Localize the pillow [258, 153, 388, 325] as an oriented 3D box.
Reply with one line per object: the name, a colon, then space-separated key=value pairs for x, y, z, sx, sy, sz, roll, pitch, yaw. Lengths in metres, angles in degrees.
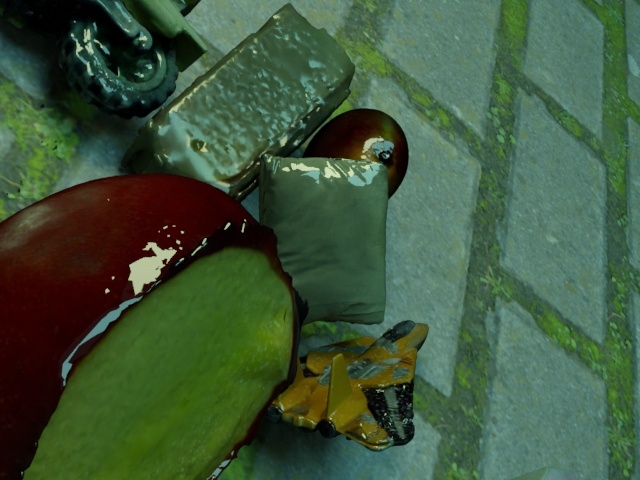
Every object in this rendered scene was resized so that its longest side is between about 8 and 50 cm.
pillow: x=0.000 y=0.000 z=0.993 sx=0.134 sy=0.181 sz=0.078 roll=0 pitch=14 yaw=-3

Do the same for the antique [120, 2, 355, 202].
antique: x=-0.091 y=-0.121 z=1.074 sx=0.125 sy=0.150 sz=0.284 roll=45 pitch=47 yaw=-4

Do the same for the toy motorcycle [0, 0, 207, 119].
toy motorcycle: x=-0.270 y=-0.316 z=1.008 sx=0.410 sy=0.169 sz=0.237 roll=51 pitch=44 yaw=-11

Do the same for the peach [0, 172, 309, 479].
peach: x=-0.179 y=0.094 z=0.756 sx=0.201 sy=0.257 sz=0.361 roll=18 pitch=45 yaw=25

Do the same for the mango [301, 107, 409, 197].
mango: x=0.038 y=-0.088 z=1.138 sx=0.111 sy=0.133 sz=0.267 roll=36 pitch=10 yaw=-3

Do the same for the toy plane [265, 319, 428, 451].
toy plane: x=0.047 y=0.140 z=1.025 sx=0.316 sy=0.204 sz=0.103 roll=-4 pitch=104 yaw=-64

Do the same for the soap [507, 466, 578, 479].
soap: x=0.226 y=0.402 z=0.977 sx=0.208 sy=0.115 sz=0.347 roll=20 pitch=46 yaw=-43
